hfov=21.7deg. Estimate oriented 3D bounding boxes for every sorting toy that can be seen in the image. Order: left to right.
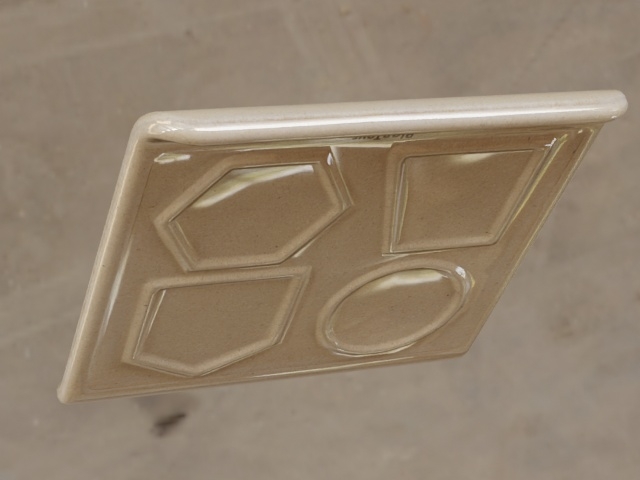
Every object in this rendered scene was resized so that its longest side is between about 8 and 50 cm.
[{"bbox_3d":[0.000,0.000,0.677,0.193,0.038,0.208,-5,149,-23],"label":"sorting toy"}]
